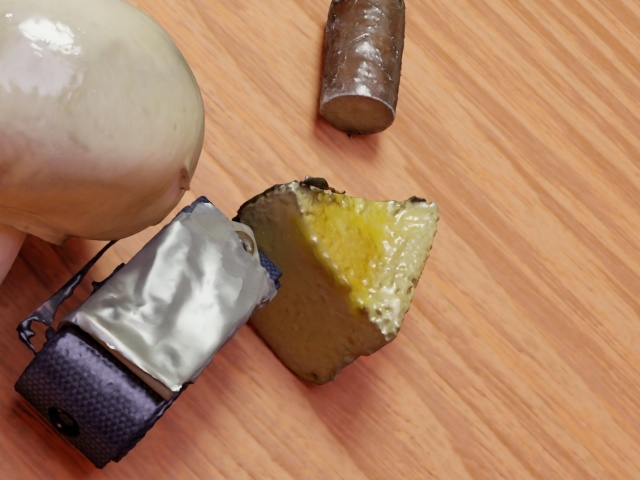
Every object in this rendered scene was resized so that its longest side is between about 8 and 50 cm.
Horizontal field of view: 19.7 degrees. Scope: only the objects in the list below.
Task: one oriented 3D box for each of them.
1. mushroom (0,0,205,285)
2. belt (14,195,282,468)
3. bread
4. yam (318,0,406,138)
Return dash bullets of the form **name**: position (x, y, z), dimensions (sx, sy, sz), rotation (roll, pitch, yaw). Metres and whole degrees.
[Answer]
- **mushroom**: position (-0.268, -0.088, 1.352), dimensions (0.356, 0.315, 0.315), rotation (-24, 75, -23)
- **belt**: position (-0.136, 0.060, 1.427), dimensions (0.126, 0.139, 0.230), rotation (44, 51, -1)
- **bread**: position (0.000, 0.000, 1.547), dimensions (0.160, 0.140, 0.169), rotation (41, 44, -17)
- **yam**: position (0.039, -0.170, 1.723), dimensions (0.079, 0.079, 0.141), rotation (19, 54, -20)
